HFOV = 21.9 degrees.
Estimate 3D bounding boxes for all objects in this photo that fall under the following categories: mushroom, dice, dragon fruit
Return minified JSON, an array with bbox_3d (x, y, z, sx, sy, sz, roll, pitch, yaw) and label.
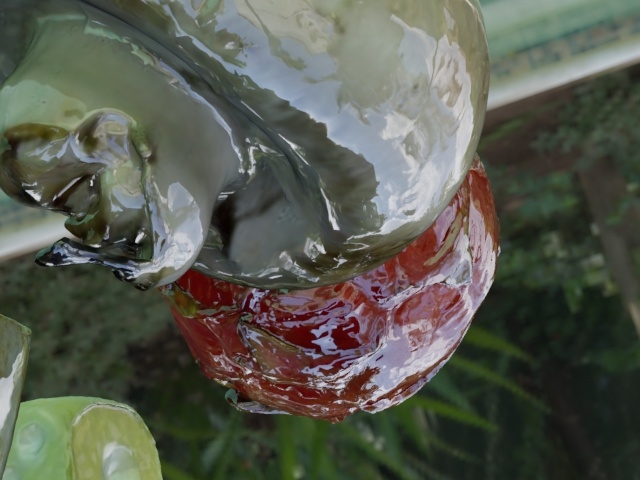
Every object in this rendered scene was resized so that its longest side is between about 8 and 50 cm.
[{"bbox_3d":[-0.091,-0.095,0.926,0.362,0.362,0.295,-19,-143,59],"label":"mushroom"},{"bbox_3d":[-0.278,0.265,1.743,0.169,0.169,0.166,-18,158,26],"label":"dice"},{"bbox_3d":[0.000,0.000,1.285,0.277,0.277,0.342,-19,137,9],"label":"dragon fruit"}]

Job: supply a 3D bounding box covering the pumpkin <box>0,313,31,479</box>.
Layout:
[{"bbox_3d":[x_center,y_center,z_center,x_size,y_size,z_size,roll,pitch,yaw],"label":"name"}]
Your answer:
[{"bbox_3d":[-0.372,0.091,1.181,0.332,0.199,0.332,15,169,3],"label":"pumpkin"}]
